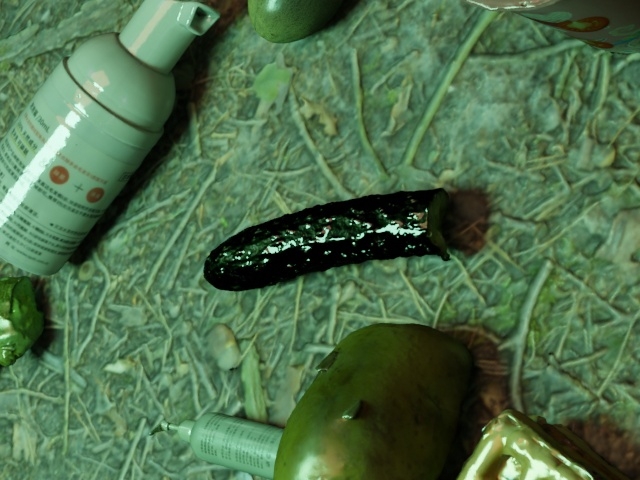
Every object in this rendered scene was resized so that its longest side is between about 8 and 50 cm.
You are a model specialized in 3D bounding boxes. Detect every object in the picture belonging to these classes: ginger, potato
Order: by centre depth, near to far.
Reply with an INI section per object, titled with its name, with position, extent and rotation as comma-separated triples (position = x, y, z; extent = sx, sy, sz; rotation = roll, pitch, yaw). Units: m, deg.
[potato]
position = 0.031, 0.174, 1.507
extent = 0.160, 0.111, 0.271
rotation = 3, 54, 34
[ginger]
position = -0.451, 0.109, 1.944
extent = 0.290, 0.089, 0.137
rotation = 2, 95, 32

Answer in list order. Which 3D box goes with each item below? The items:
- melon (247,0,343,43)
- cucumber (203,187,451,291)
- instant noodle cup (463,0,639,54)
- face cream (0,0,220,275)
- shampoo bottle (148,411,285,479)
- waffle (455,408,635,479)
[melon]
position = -0.024, -0.270, 1.719
extent = 0.130, 0.098, 0.098
rotation = -49, 57, 13
[cucumber]
position = 0.000, 0.000, 1.656
extent = 0.303, 0.072, 0.081
rotation = -8, 75, 34
[instant noodle cup]
position = 0.240, -0.289, 1.453
extent = 0.243, 0.231, 0.243
rotation = -9, 74, 33
[face cream]
position = -0.249, -0.142, 1.822
extent = 0.369, 0.145, 0.145
rotation = -50, 57, 14
[shampoo bottle]
position = -0.093, 0.210, 1.686
extent = 0.195, 0.056, 0.056
rotation = 10, 86, 37
[waffle]
position = 0.168, 0.366, 1.431
extent = 0.261, 0.114, 0.376
rotation = 39, 103, 34
